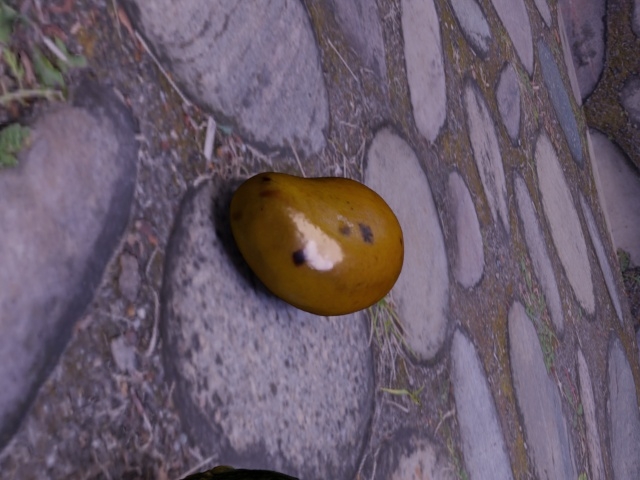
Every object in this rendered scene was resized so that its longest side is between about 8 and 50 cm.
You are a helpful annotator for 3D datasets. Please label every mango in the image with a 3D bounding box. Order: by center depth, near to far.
[{"bbox_3d":[0.002,0.003,0.706,0.178,0.090,0.115,1,65,-60],"label":"mango"}]

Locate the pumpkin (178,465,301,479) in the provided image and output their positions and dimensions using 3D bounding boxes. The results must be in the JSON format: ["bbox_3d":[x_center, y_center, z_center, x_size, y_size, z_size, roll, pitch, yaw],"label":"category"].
[{"bbox_3d":[-0.037,0.208,0.471,0.190,0.146,0.190,-10,90,-88],"label":"pumpkin"}]
